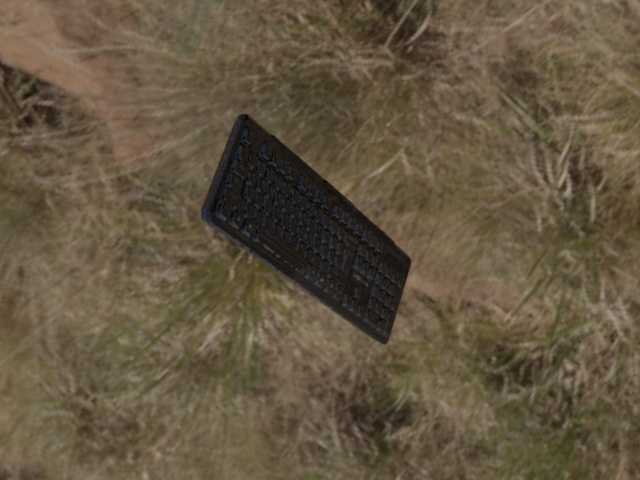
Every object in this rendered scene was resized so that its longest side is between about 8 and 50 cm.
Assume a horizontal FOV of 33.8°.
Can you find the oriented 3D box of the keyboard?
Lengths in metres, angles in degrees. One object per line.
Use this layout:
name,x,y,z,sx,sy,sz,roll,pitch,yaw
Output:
keyboard,0.000,0.000,0.492,0.010,0.053,0.155,4,159,37
